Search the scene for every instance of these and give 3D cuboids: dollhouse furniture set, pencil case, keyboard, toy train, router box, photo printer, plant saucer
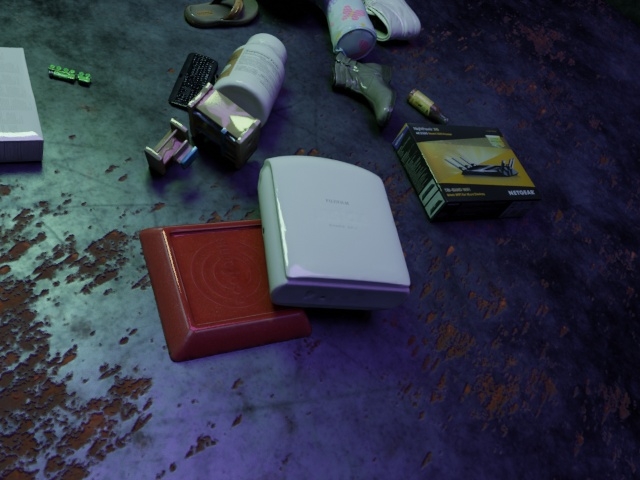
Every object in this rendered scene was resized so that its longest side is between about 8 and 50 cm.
[{"bbox_3d":[-0.227,-0.179,1.144,0.129,0.129,0.184,37,72,3],"label":"dollhouse furniture set"},{"bbox_3d":[0.065,-0.625,1.614,0.124,0.113,0.273,-17,59,1],"label":"pencil case"},{"bbox_3d":[-0.265,-0.358,1.300,0.100,0.038,0.192,18,50,-13],"label":"keyboard"},{"bbox_3d":[-0.504,-0.331,1.173,0.083,0.017,0.024,10,62,-20],"label":"toy train"},{"bbox_3d":[0.359,-0.170,1.435,0.309,0.081,0.243,-4,57,-29],"label":"router box"},{"bbox_3d":[0.015,-0.026,1.075,0.256,0.107,0.307,6,52,-22],"label":"photo printer"},{"bbox_3d":[-0.160,0.063,1.022,0.259,0.048,0.258,-6,58,-29],"label":"plant saucer"}]

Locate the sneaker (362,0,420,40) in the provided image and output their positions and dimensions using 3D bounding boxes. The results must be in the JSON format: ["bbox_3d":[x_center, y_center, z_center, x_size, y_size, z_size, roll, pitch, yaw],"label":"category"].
[{"bbox_3d":[0.155,-0.707,1.729,0.169,0.108,0.292,-23,69,-41],"label":"sneaker"}]

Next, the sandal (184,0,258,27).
[{"bbox_3d":[-0.242,-0.590,1.472,0.219,0.060,0.090,-22,67,-37],"label":"sandal"}]

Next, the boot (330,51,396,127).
[{"bbox_3d":[0.100,-0.382,1.484,0.161,0.083,0.246,10,46,-11],"label":"boot"}]

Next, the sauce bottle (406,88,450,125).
[{"bbox_3d":[0.291,-0.356,1.570,0.128,0.042,0.042,40,48,8],"label":"sauce bottle"}]

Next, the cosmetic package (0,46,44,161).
[{"bbox_3d":[-0.569,-0.247,1.046,0.099,0.060,0.239,-6,58,-32],"label":"cosmetic package"}]

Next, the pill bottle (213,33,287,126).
[{"bbox_3d":[-0.150,-0.356,1.291,0.131,0.131,0.229,23,48,-9],"label":"pill bottle"}]
